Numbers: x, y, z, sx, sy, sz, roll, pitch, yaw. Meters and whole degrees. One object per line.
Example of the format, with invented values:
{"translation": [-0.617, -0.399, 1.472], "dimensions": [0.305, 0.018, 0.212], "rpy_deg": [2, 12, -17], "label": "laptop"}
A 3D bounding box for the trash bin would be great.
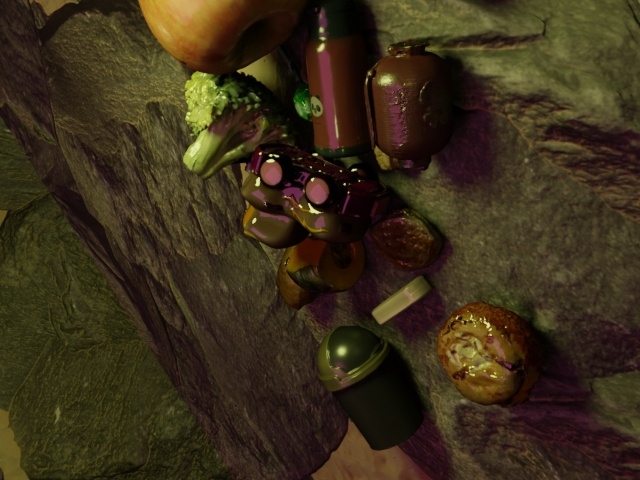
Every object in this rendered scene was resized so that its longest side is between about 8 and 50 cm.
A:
{"translation": [0.124, 0.382, 1.710], "dimensions": [0.214, 0.214, 0.334], "rpy_deg": [-27, 96, 53], "label": "trash bin"}

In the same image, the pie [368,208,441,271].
{"translation": [0.200, -0.001, 1.485], "dimensions": [0.193, 0.079, 0.163], "rpy_deg": [-18, 108, 52], "label": "pie"}

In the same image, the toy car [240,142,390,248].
{"translation": [-0.028, -0.081, 1.473], "dimensions": [0.340, 0.271, 0.240], "rpy_deg": [25, 110, 20], "label": "toy car"}

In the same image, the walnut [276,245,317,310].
{"translation": [-0.061, 0.104, 1.815], "dimensions": [0.137, 0.137, 0.245], "rpy_deg": [33, 127, 32], "label": "walnut"}

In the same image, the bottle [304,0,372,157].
{"translation": [0.039, -0.359, 1.387], "dimensions": [0.144, 0.144, 0.336], "rpy_deg": [18, 125, 43], "label": "bottle"}

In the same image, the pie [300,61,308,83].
{"translation": [-0.008, -0.397, 1.480], "dimensions": [0.084, 0.084, 0.021], "rpy_deg": [45, 169, 21], "label": "pie"}

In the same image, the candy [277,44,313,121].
{"translation": [-0.071, -0.425, 1.545], "dimensions": [0.324, 0.097, 0.097], "rpy_deg": [61, 144, 16], "label": "candy"}

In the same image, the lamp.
{"translation": [0.174, -0.263, 1.257], "dimensions": [0.180, 0.180, 0.258], "rpy_deg": [18, 124, 43], "label": "lamp"}

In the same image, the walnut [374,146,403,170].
{"translation": [0.160, -0.202, 1.403], "dimensions": [0.078, 0.082, 0.096], "rpy_deg": [-1, 114, 20], "label": "walnut"}

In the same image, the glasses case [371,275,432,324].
{"translation": [0.201, 0.151, 1.575], "dimensions": [0.050, 0.083, 0.196], "rpy_deg": [55, 145, 9], "label": "glasses case"}

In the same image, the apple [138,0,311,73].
{"translation": [-0.206, -0.570, 1.347], "dimensions": [0.391, 0.391, 0.347], "rpy_deg": [-31, 89, 53], "label": "apple"}

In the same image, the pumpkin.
{"translation": [-0.001, 0.000, 1.627], "dimensions": [0.139, 0.190, 0.281], "rpy_deg": [1, 113, 51], "label": "pumpkin"}

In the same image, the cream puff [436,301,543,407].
{"translation": [0.372, 0.245, 1.370], "dimensions": [0.240, 0.164, 0.240], "rpy_deg": [13, 107, 47], "label": "cream puff"}

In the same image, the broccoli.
{"translation": [-0.221, -0.275, 1.586], "dimensions": [0.293, 0.281, 0.348], "rpy_deg": [42, -174, -1], "label": "broccoli"}
